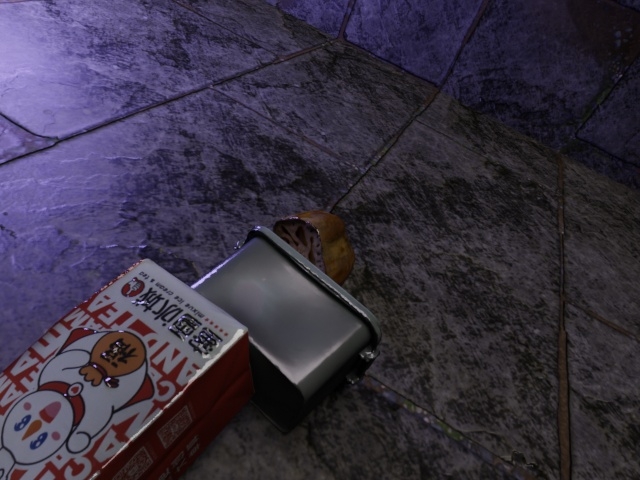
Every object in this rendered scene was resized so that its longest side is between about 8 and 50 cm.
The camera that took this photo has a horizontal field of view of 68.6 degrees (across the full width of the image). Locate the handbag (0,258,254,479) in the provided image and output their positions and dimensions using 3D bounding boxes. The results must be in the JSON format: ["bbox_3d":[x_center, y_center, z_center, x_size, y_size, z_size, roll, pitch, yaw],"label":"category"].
[{"bbox_3d":[-0.218,0.177,0.458,0.171,0.151,0.298,29,51,23],"label":"handbag"}]

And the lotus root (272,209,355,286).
[{"bbox_3d":[0.001,0.001,0.826,0.159,0.095,0.135,42,36,13],"label":"lotus root"}]

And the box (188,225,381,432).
[{"bbox_3d":[-0.059,0.117,0.605,0.243,0.163,0.135,39,48,17],"label":"box"}]
